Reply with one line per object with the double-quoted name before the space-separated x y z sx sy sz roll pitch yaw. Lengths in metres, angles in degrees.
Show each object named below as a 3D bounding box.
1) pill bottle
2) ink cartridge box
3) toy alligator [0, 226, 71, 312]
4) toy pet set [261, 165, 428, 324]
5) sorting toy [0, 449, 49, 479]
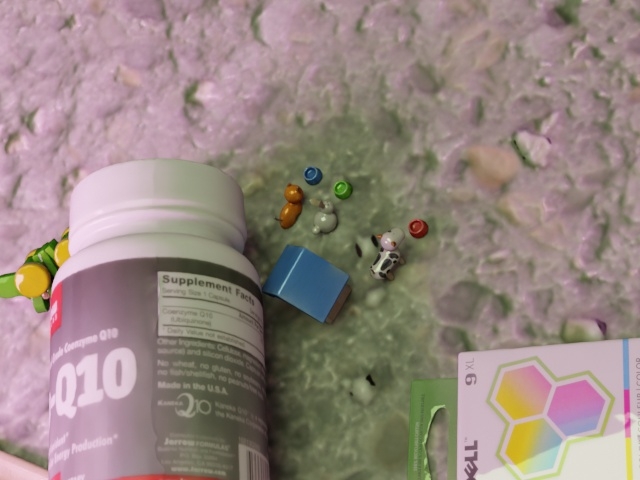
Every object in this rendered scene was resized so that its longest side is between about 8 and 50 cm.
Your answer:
"pill bottle" -0.122 0.094 1.292 0.161 0.161 0.283 -13 63 18
"ink cartridge box" 0.151 0.134 1.223 0.209 0.062 0.109 -6 68 21
"toy alligator" -0.190 0.011 1.427 0.190 0.056 0.051 -32 103 7
"toy pet set" 0.000 0.000 1.339 0.122 0.065 0.114 26 81 29
"sorting toy" -0.267 0.266 1.367 0.208 0.038 0.193 16 76 32
